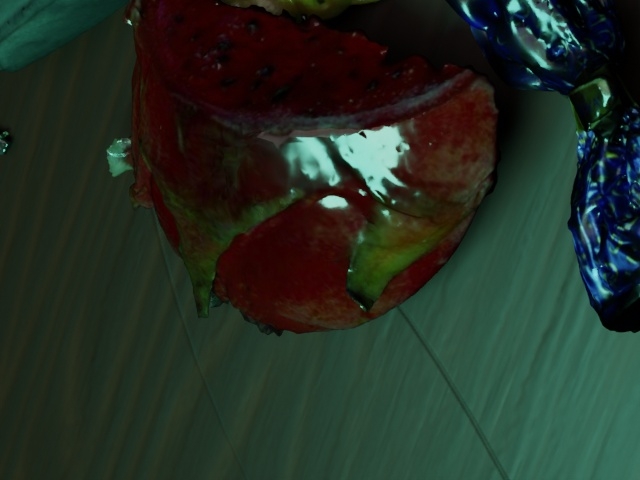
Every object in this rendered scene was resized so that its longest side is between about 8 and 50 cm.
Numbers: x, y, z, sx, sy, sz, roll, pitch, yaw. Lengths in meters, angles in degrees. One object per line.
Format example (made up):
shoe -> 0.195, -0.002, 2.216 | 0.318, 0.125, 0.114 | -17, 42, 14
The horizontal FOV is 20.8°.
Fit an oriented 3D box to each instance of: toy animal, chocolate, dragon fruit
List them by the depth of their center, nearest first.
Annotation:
chocolate -> 0.190, -0.108, 1.267 | 0.126, 0.148, 0.343 | -25, 80, -2
dragon fruit -> -0.036, -0.039, 1.346 | 0.343, 0.100, 0.282 | 17, 118, 28
toy animal -> -0.015, -0.203, 1.395 | 0.159, 0.070, 0.083 | -15, 93, 20

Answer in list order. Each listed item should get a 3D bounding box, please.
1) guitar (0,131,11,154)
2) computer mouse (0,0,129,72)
guitar -> -0.369, -0.144, 1.594 | 0.233, 0.025, 0.088 | 34, 107, 19
computer mouse -> -0.193, -0.284, 1.446 | 0.371, 0.122, 0.188 | -34, 72, 32
